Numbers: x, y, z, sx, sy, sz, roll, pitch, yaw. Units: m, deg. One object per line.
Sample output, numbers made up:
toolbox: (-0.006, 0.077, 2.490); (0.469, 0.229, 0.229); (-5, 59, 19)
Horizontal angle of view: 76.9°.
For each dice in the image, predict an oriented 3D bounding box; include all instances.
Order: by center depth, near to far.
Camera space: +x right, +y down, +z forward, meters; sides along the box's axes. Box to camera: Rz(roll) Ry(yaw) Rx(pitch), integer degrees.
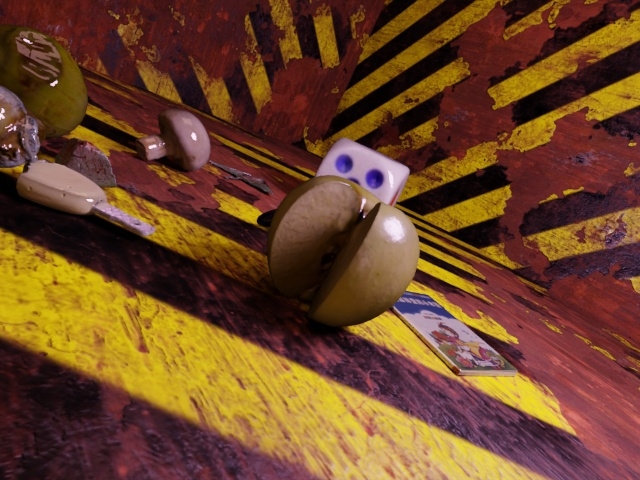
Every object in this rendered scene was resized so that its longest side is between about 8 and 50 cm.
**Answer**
dice: (0.153, -0.215, 1.608); (0.305, 0.303, 0.277); (29, 16, 12)

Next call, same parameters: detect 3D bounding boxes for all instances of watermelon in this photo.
watermelon: (-0.514, -0.170, 0.860); (0.180, 0.093, 0.081); (16, 13, 26)

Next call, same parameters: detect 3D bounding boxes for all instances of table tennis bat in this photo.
table tennis bat: (-0.076, -0.060, 1.126); (0.150, 0.027, 0.236); (-17, -14, 28)

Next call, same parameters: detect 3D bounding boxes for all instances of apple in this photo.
apple: (0.038, 0.020, 0.769); (0.292, 0.253, 0.292); (26, 16, -8)

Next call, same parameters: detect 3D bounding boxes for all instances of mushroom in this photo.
mushroom: (-0.438, -0.298, 1.246); (0.207, 0.206, 0.209); (26, 57, 0)

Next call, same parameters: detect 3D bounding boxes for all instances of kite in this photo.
kite: (-0.289, -0.239, 1.550); (0.323, 0.013, 0.268); (27, 14, 16)

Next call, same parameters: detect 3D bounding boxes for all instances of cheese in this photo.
cheese: (-0.421, -0.070, 0.729); (0.256, 0.050, 0.127); (26, 15, 2)

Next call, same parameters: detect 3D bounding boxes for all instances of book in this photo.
book: (0.289, 0.210, 0.976); (0.229, 0.018, 0.322); (14, 19, -36)

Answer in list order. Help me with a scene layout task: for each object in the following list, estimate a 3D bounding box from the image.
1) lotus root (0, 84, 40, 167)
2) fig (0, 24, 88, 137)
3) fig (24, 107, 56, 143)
lotus root: (-0.638, -0.209, 0.617); (0.350, 0.174, 0.175); (11, 21, -37)
fig: (-0.678, -0.363, 0.962); (0.240, 0.239, 0.271); (27, -6, 6)
fig: (-0.635, -0.238, 0.845); (0.109, 0.103, 0.155); (65, 24, -8)
